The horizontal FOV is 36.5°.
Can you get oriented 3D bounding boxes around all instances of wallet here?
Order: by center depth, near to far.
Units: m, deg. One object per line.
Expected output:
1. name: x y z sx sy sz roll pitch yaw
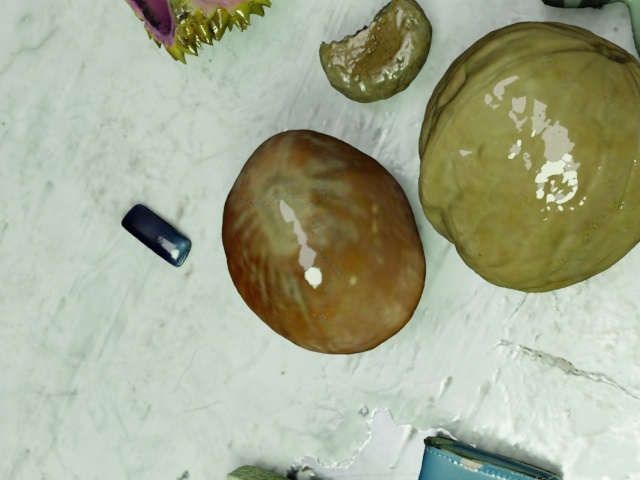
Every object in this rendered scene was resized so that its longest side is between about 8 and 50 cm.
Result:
1. wallet: 0.140 0.296 0.883 0.141 0.059 0.202 13 90 23

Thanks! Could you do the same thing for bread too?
1. bread: 0.059 -0.177 0.934 0.113 0.060 0.082 -27 79 16

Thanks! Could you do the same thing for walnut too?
1. walnut: 0.181 -0.068 0.813 0.228 0.228 0.228 -1 87 18

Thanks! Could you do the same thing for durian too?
1. durian: -0.142 -0.301 0.973 0.186 0.154 0.261 -20 78 -6

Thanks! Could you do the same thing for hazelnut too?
1. hazelnut: 0.000 0.000 0.870 0.176 0.214 0.214 -38 76 -1

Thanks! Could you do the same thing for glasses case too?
1. glasses case: -0.173 -0.007 1.017 0.083 0.023 0.033 36 99 16

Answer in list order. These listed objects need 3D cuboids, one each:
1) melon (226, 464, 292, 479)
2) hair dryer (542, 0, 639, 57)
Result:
1. melon: -0.013 0.283 0.925 0.182 0.054 0.098 10 99 29
2. hair dryer: 0.344 -0.211 0.851 0.229 0.092 0.267 -38 91 6
